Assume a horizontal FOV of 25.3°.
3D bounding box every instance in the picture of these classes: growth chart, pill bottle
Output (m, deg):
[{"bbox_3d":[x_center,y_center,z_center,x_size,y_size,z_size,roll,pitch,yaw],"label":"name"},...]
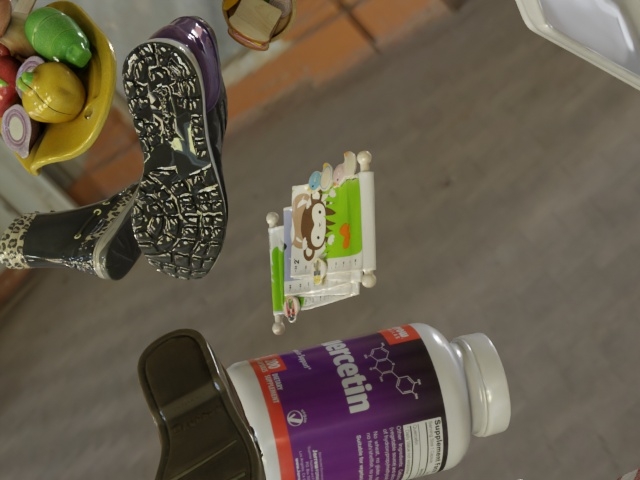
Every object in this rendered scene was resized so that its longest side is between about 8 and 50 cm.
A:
[{"bbox_3d":[0.000,0.000,1.626,0.237,0.021,0.172,-28,65,55],"label":"growth chart"},{"bbox_3d":[0.053,0.202,1.689,0.323,0.181,0.181,-12,11,-13],"label":"pill bottle"}]

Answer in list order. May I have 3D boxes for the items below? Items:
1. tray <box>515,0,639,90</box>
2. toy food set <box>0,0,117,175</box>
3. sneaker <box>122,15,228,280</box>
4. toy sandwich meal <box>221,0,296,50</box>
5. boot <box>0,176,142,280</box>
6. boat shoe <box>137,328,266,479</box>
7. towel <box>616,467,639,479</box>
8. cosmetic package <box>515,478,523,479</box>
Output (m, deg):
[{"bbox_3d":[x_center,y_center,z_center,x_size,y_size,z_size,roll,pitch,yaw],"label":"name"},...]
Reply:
[{"bbox_3d":[0.226,-0.197,1.213,0.030,0.270,0.145,-32,62,29],"label":"tray"},{"bbox_3d":[-0.245,-0.141,1.145,0.128,0.071,0.218,-57,42,12],"label":"toy food set"},{"bbox_3d":[-0.131,-0.097,1.503,0.107,0.283,0.124,10,31,14],"label":"sneaker"},{"bbox_3d":[-0.063,-0.237,1.447,0.085,0.085,0.029,-48,3,-12],"label":"toy sandwich meal"},{"bbox_3d":[-0.311,-0.031,1.928,0.178,0.085,0.236,2,33,20],"label":"boot"},{"bbox_3d":[-0.096,0.217,1.345,0.111,0.104,0.307,-21,41,7],"label":"boat shoe"},{"bbox_3d":[0.449,0.285,1.655,0.329,0.037,0.237,-34,1,36],"label":"towel"},{"bbox_3d":[0.280,0.538,1.893,0.217,0.385,0.156,-20,-33,-26],"label":"cosmetic package"}]
